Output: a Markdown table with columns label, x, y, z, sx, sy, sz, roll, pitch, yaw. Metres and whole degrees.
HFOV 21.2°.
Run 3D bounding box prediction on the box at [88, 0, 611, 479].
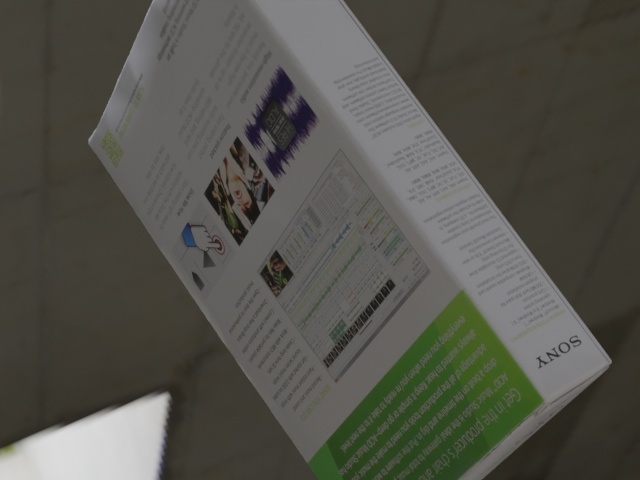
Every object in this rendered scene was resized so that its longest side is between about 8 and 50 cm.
| label | x | y | z | sx | sy | sz | roll | pitch | yaw |
| --- | --- | --- | --- | --- | --- | --- | --- | --- | --- |
| box | 0.000 | 0.000 | 0.961 | 0.058 | 0.322 | 0.232 | -25 | -17 | -33 |
